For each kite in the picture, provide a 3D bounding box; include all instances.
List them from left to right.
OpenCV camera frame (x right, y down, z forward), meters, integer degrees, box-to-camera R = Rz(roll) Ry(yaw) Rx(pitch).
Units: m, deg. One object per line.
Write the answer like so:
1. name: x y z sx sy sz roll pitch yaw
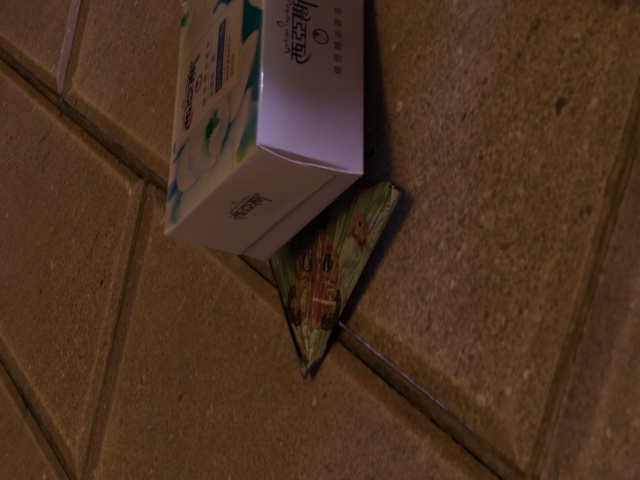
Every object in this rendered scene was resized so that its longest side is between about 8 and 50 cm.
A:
1. kite: 0.000 0.000 1.321 0.323 0.013 0.268 -6 79 63

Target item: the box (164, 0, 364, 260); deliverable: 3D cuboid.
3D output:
1. box: -0.053 -0.149 1.320 0.203 0.116 0.274 -39 43 53
